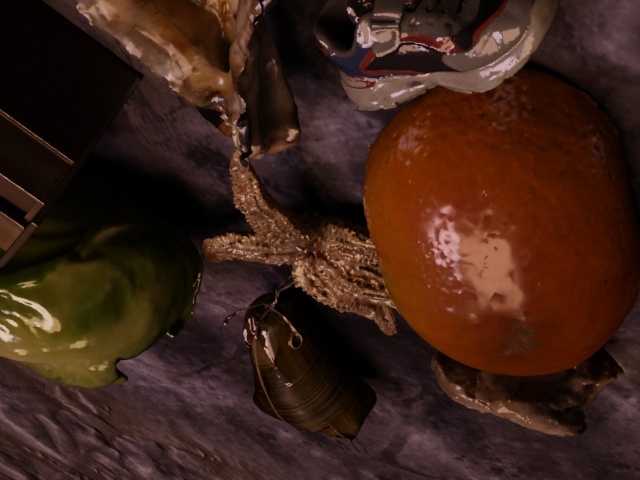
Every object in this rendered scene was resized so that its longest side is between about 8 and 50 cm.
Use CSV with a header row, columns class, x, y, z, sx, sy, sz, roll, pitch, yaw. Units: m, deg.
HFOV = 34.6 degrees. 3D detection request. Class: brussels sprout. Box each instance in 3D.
class,x,y,z,sx,sy,sz,roll,pitch,yaw
brussels sprout,-0.292,0.045,1.233,0.294,0.259,0.227,-11,121,-14

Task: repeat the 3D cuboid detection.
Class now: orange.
class,x,y,z,sx,sy,sz,roll,pitch,yaw
orange,0.178,0.001,0.978,0.274,0.274,0.310,12,171,20

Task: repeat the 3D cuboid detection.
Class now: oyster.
class,x,y,z,sx,sy,sz,roll,pitch,yaw
oyster,-0.090,-0.182,0.839,0.198,0.133,0.337,10,144,30

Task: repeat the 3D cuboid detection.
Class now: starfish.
class,x,y,z,sx,sy,sz,roll,pitch,yaw
starfish,0.023,0.009,1.135,0.293,0.084,0.301,24,149,-3

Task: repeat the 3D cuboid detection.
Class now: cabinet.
class,x,y,z,sx,sy,sz,roll,pitch,yaw
cabinet,-0.331,-0.118,1.069,0.175,0.215,0.148,36,145,-16

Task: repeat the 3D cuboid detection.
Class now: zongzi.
class,x,y,z,sx,sy,sz,roll,pitch,yaw
zongzi,-0.076,0.162,1.398,0.241,0.111,0.248,-2,133,44

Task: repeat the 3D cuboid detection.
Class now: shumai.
class,x,y,z,sx,sy,sz,roll,pitch,yaw
shumai,0.230,0.135,1.142,0.201,0.120,0.201,19,-169,-4

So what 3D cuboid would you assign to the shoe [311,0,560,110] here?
class,x,y,z,sx,sy,sz,roll,pitch,yaw
shoe,0.077,-0.183,0.817,0.227,0.099,0.125,-10,136,47
